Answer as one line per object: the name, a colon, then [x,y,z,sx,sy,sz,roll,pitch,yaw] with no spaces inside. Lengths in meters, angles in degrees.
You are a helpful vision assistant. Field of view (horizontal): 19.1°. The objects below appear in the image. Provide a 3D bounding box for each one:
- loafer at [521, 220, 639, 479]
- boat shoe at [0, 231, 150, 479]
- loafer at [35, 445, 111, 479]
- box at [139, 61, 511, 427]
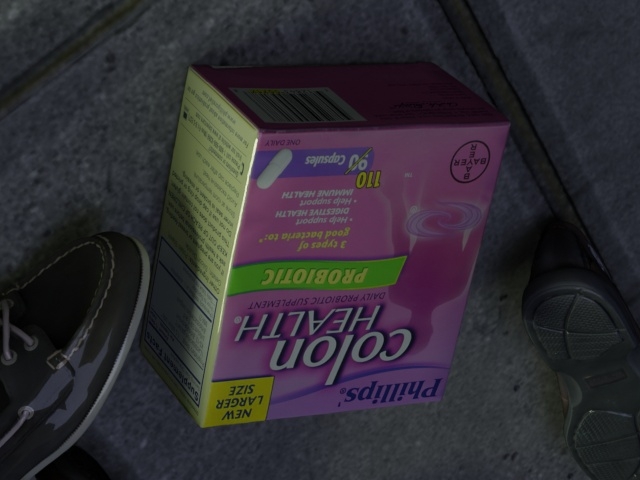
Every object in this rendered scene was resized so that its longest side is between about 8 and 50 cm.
loafer: [0.250,0.104,1.651,0.109,0.095,0.302,-12,135,17]
boat shoe: [-0.247,0.125,1.345,0.095,0.112,0.335,28,105,-44]
loafer: [-0.170,0.247,1.485,0.078,0.080,0.220,-35,130,-9]
box: [0.000,0.000,1.416,0.214,0.117,0.243,-3,119,-30]
